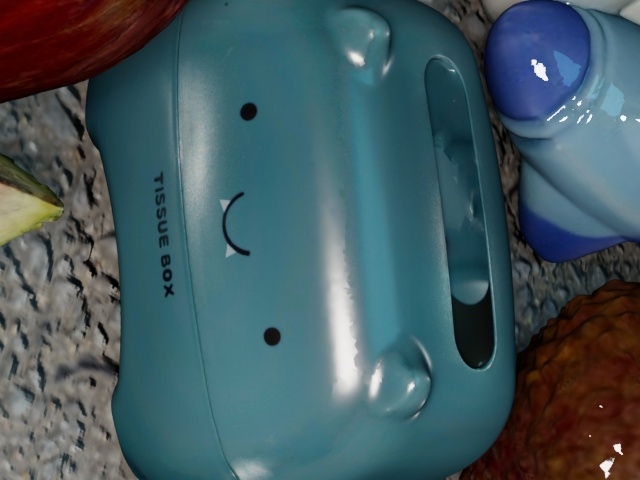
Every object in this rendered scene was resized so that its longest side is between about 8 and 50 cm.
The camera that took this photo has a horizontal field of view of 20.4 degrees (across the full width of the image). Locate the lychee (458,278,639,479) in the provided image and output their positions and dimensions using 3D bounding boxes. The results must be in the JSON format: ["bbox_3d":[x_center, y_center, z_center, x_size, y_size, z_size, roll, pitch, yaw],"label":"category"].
[{"bbox_3d":[0.208,0.157,1.108,0.261,0.261,0.260,14,70,-44],"label":"lychee"}]

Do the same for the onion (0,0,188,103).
[{"bbox_3d":[-0.162,-0.197,0.796,0.276,0.276,0.276,14,70,-44],"label":"onion"}]

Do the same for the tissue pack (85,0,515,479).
[{"bbox_3d":[0.000,0.000,0.965,0.198,0.206,0.287,5,78,-47],"label":"tissue pack"}]

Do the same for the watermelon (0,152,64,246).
[{"bbox_3d":[-0.278,-0.023,0.738,0.303,0.159,0.128,17,97,-49],"label":"watermelon"}]

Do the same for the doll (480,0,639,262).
[{"bbox_3d":[0.217,-0.133,1.239,0.376,0.187,0.365,-13,80,-20],"label":"doll"}]
